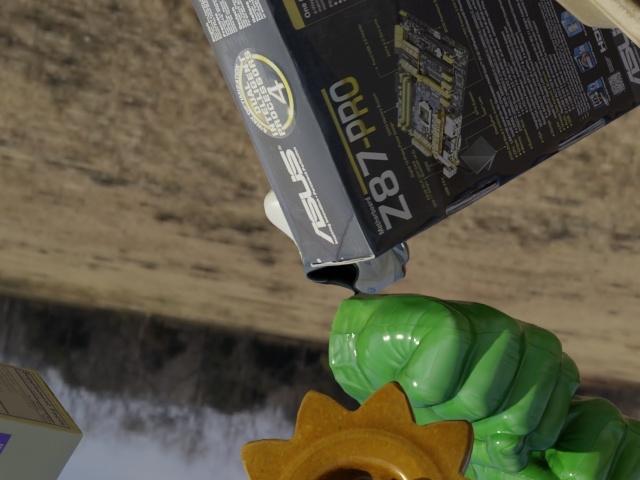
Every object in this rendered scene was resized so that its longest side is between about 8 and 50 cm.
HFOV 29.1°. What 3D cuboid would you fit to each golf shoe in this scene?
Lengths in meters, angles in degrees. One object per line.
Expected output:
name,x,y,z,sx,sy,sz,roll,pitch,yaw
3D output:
golf shoe,0.000,0.000,1.224,0.176,0.086,0.069,26,138,30

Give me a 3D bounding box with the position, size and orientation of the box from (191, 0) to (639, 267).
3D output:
box,0.055,-0.223,0.882,0.318,0.395,0.097,-30,-168,-33

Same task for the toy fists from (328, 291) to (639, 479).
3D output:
toy fists,0.130,0.126,0.852,0.142,0.096,0.279,-3,144,43

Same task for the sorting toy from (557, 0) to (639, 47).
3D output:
sorting toy,0.185,-0.091,0.605,0.307,0.041,0.229,26,-161,-43

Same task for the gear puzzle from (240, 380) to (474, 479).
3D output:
gear puzzle,-0.041,0.194,0.336,0.175,0.339,0.044,15,160,20

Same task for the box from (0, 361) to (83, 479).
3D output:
box,-0.384,0.212,1.127,0.243,0.213,0.117,22,-167,-45
